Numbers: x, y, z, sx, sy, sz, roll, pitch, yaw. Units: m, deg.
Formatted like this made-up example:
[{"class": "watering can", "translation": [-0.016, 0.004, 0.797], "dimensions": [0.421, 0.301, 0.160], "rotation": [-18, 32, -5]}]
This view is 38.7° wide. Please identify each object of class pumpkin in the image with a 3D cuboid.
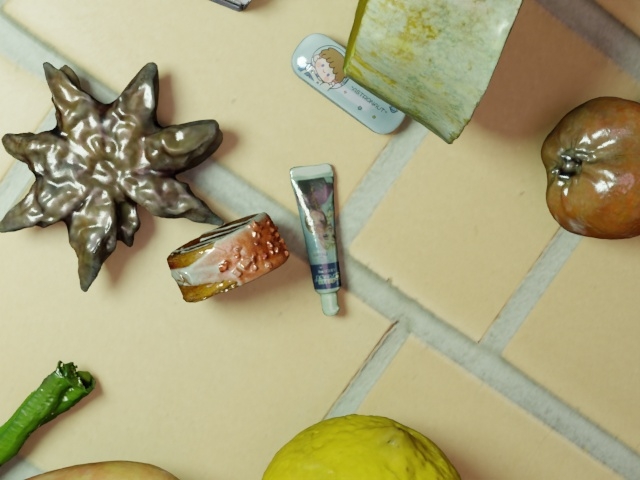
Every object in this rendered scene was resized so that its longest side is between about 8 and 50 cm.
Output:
[{"class": "pumpkin", "translation": [0.141, -0.302, 1.140], "dimensions": [0.199, 0.332, 0.332], "rotation": [21, 94, 3]}]

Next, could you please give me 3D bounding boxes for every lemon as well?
[{"class": "lemon", "translation": [0.049, 0.400, 1.211], "dimensions": [0.336, 0.336, 0.335], "rotation": [-1, 98, -8]}]

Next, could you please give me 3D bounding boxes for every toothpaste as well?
[{"class": "toothpaste", "translation": [0.000, 0.000, 1.289], "dimensions": [0.062, 0.037, 0.216], "rotation": [-8, 94, -6]}]

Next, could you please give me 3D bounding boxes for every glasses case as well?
[{"class": "glasses case", "translation": [0.041, -0.216, 1.260], "dimensions": [0.178, 0.045, 0.067], "rotation": [35, 91, -11]}]

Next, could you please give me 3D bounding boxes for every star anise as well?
[{"class": "star anise", "translation": [-0.274, -0.082, 1.199], "dimensions": [0.316, 0.108, 0.315], "rotation": [0, 90, -10]}]

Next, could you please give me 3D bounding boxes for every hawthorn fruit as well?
[{"class": "hawthorn fruit", "translation": [0.436, -0.095, 1.273], "dimensions": [0.251, 0.199, 0.199], "rotation": [3, 97, -23]}]

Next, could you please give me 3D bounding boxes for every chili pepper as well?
[{"class": "chili pepper", "translation": [-0.451, 0.304, 1.247], "dimensions": [0.359, 0.085, 0.076], "rotation": [-47, 63, 5]}]

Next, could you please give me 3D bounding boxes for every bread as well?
[{"class": "bread", "translation": [-0.122, 0.020, 1.212], "dimensions": [0.161, 0.160, 0.073], "rotation": [-23, 97, -5]}]

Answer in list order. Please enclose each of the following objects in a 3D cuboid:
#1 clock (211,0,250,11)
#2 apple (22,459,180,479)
[{"class": "clock", "translation": [-0.131, -0.415, 1.194], "dimensions": [0.145, 0.073, 0.193], "rotation": [21, 94, -10]}, {"class": "apple", "translation": [-0.297, 0.470, 1.154], "dimensions": [0.392, 0.346, 0.391], "rotation": [0, 91, -2]}]
